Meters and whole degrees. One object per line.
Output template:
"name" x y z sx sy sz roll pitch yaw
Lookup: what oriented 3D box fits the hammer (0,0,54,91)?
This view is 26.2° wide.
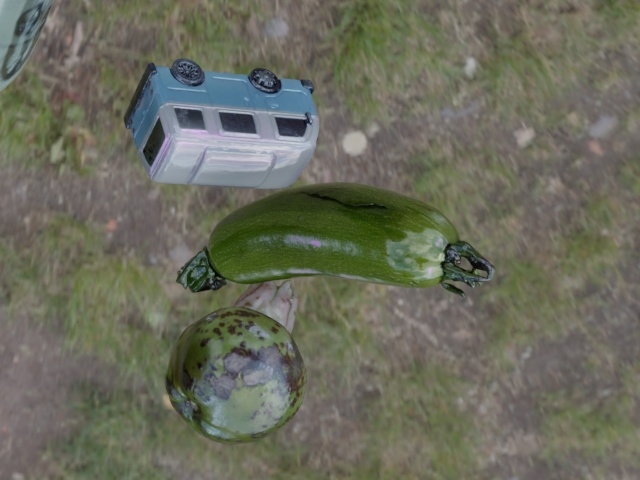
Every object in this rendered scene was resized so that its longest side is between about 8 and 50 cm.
"hammer" -0.134 -0.200 0.825 0.113 0.305 0.202 47 131 12

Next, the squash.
"squash" 0.000 -0.002 1.013 0.071 0.318 0.080 35 66 -36

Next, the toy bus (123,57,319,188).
"toy bus" -0.060 -0.072 0.911 0.123 0.075 0.060 2 141 -29

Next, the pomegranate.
"pomegranate" -0.078 0.104 1.258 0.126 0.163 0.138 5 151 -16
